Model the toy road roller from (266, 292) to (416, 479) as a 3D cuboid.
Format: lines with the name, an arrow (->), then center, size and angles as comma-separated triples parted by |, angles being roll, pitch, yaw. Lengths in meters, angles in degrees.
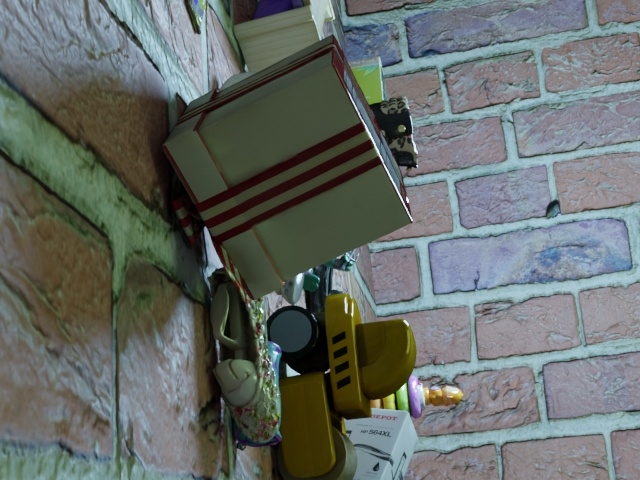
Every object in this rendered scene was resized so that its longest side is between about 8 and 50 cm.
toy road roller -> 0.048, 0.251, 1.572 | 0.202, 0.241, 0.329 | 58, 25, -70

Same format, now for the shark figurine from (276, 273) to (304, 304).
shark figurine -> -0.055, -0.039, 1.590 | 0.166, 0.116, 0.278 | -109, -176, -88

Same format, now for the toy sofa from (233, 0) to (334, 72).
toy sofa -> -0.070, -0.451, 1.807 | 0.362, 0.150, 0.177 | -84, 159, -61

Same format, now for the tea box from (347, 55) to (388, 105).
tea box -> 0.085, -0.247, 2.461 | 0.329, 0.220, 0.323 | 74, 12, -46

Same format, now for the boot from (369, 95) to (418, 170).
boot -> 0.050, -0.157, 1.852 | 0.377, 0.284, 0.138 | -90, 169, -52

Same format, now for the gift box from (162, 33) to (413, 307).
gift box -> -0.041, -0.075, 1.186 | 0.255, 0.258, 0.276 | -79, 144, -73

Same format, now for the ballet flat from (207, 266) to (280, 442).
ballet flat -> -0.109, 0.142, 1.209 | 0.077, 0.091, 0.240 | 19, 55, -53

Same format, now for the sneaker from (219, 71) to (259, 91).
sneaker -> -0.123, -0.172, 1.462 | 0.094, 0.080, 0.212 | 91, 5, -51

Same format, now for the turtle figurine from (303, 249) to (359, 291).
turtle figurine -> 0.000, 0.000, 1.966 | 0.175, 0.118, 0.234 | 64, 29, -18

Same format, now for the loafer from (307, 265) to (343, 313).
loafer -> 0.011, 0.124, 2.044 | 0.076, 0.078, 0.223 | 22, 60, -81

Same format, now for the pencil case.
pencil case -> -0.086, 0.212, 1.296 | 0.070, 0.065, 0.151 | 51, 28, -43

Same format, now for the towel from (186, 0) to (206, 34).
towel -> -0.183, -0.348, 1.384 | 0.083, 0.009, 0.060 | -90, 168, -47

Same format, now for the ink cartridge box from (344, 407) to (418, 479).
ink cartridge box -> 0.073, 0.405, 1.704 | 0.203, 0.148, 0.086 | -60, 140, -43

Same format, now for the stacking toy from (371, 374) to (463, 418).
stacking toy -> 0.198, 0.391, 2.293 | 0.175, 0.302, 0.165 | 0, 82, -81
